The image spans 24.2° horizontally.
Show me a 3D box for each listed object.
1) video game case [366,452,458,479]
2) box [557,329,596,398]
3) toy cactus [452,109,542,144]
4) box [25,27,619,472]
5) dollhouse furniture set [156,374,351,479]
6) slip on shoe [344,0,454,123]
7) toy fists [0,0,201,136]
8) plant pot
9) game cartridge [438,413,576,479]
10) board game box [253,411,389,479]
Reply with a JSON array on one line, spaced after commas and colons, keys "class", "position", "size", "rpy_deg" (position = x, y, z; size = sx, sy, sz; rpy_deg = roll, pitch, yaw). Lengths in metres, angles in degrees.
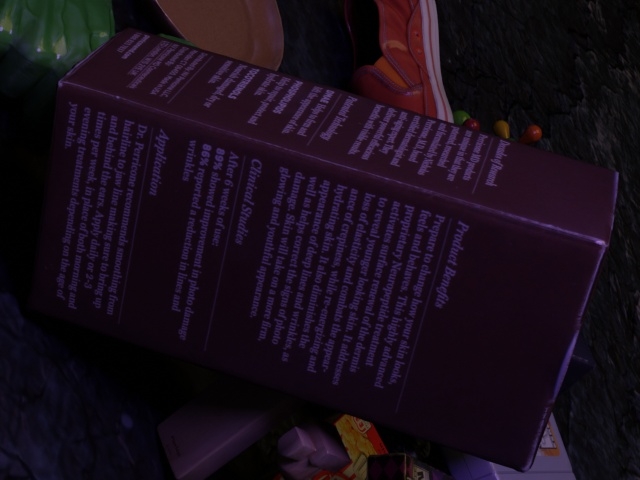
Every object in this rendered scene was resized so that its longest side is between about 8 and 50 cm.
[{"class": "video game case", "position": [0.099, 0.312, 1.246], "size": [0.210, 0.042, 0.232], "rpy_deg": [36, 49, -55]}, {"class": "box", "position": [0.090, 0.057, 1.356], "size": [0.270, 0.143, 0.165], "rpy_deg": [24, 35, -33]}, {"class": "toy cactus", "position": [0.208, -0.052, 1.788], "size": [0.180, 0.112, 0.219], "rpy_deg": [-33, 103, -52]}, {"class": "box", "position": [0.000, 0.000, 1.062], "size": [0.381, 0.191, 0.143], "rpy_deg": [19, 29, 8]}, {"class": "dollhouse furniture set", "position": [-0.032, 0.192, 1.134], "size": [0.123, 0.144, 0.151], "rpy_deg": [31, 26, -51]}, {"class": "slip on shoe", "position": [0.079, -0.153, 1.657], "size": [0.101, 0.123, 0.331], "rpy_deg": [7, 59, -19]}, {"class": "toy fists", "position": [-0.169, -0.121, 1.213], "size": [0.279, 0.096, 0.142], "rpy_deg": [36, 28, -38]}, {"class": "plant pot", "position": [-0.123, -0.255, 1.472], "size": [0.236, 0.032, 0.236], "rpy_deg": [40, 35, -36]}, {"class": "game cartridge", "position": [0.177, 0.169, 1.572], "size": [0.198, 0.062, 0.297], "rpy_deg": [16, 52, -59]}, {"class": "board game box", "position": [0.015, 0.236, 1.247], "size": [0.146, 0.045, 0.193], "rpy_deg": [61, 28, -2]}]
